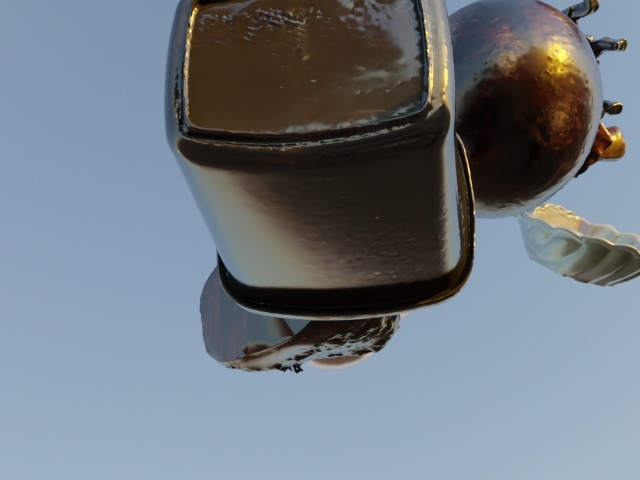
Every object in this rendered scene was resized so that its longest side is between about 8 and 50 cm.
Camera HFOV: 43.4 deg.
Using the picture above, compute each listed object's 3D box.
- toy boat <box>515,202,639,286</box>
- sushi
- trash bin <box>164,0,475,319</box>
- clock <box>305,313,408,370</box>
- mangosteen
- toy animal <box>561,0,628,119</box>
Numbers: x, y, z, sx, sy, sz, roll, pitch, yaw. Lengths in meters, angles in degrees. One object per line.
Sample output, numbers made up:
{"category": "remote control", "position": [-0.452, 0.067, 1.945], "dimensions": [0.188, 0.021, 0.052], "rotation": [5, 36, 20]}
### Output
{"category": "toy boat", "position": [0.441, 0.009, 1.373], "dimensions": [0.199, 0.290, 0.100], "rotation": [6, -74, -34]}
{"category": "sushi", "position": [-0.019, 0.064, 0.858], "dimensions": [0.225, 0.136, 0.126], "rotation": [-23, -20, 40]}
{"category": "trash bin", "position": [0.010, -0.051, 0.593], "dimensions": [0.210, 0.182, 0.290], "rotation": [-2, -25, 8]}
{"category": "clock", "position": [0.000, 0.000, 1.197], "dimensions": [0.251, 0.368, 0.376], "rotation": [-15, -20, 8]}
{"category": "mangosteen", "position": [0.213, -0.123, 0.849], "dimensions": [0.261, 0.235, 0.235], "rotation": [17, -60, -13]}
{"category": "toy animal", "position": [0.454, -0.312, 1.422], "dimensions": [0.115, 0.146, 0.245], "rotation": [-3, -73, -20]}
